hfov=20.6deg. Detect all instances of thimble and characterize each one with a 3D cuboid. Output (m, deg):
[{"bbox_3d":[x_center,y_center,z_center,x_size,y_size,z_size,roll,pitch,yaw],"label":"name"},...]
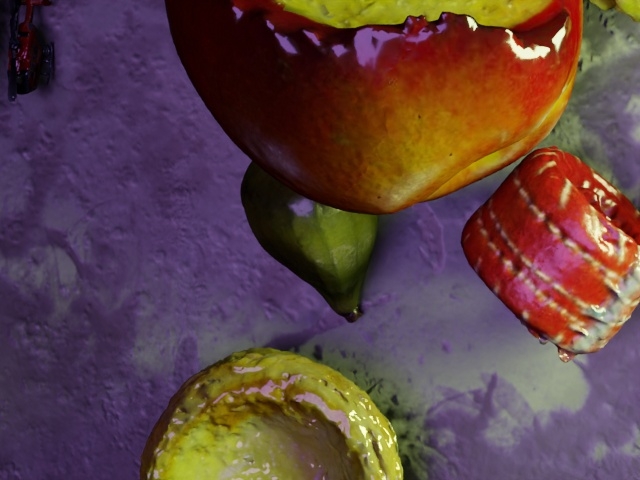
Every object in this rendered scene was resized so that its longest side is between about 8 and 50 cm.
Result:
[{"bbox_3d":[0.219,0.006,1.592,0.163,0.189,0.125,37,107,-13],"label":"thimble"}]

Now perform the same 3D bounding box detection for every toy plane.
[{"bbox_3d":[-0.306,-0.209,1.826,0.037,0.060,0.145,2,82,20],"label":"toy plane"}]

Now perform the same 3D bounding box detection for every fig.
[{"bbox_3d":[0.005,-0.016,1.725,0.133,0.185,0.127,2,59,33],"label":"fig"}]

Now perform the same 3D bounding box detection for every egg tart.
[{"bbox_3d":[-0.042,0.246,1.750,0.294,0.123,0.294,2,98,16],"label":"egg tart"}]

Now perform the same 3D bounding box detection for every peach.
[{"bbox_3d":[0.046,-0.190,1.553,0.406,0.335,0.310,38,147,27],"label":"peach"}]

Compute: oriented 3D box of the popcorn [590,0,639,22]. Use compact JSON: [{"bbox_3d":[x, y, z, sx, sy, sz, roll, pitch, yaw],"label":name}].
[{"bbox_3d":[0.304,-0.300,1.532,0.204,0.183,0.221,0,97,-14],"label":"popcorn"}]
